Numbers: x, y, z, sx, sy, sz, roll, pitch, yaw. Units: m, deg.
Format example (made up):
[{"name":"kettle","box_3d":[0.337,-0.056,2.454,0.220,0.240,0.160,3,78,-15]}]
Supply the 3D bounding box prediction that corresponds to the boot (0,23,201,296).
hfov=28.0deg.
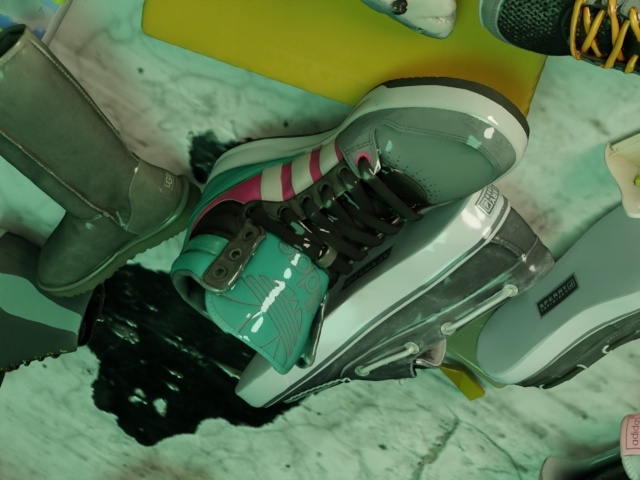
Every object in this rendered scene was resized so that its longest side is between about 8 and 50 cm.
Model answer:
[{"name":"boot","box_3d":[-0.220,-0.055,1.002,0.189,0.076,0.208,-32,133,25]}]

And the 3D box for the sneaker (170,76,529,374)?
[{"name":"sneaker","box_3d":[0.000,0.000,0.878,0.124,0.178,0.295,40,144,-28]}]

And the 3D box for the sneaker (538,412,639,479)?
[{"name":"sneaker","box_3d":[0.301,0.171,0.966,0.131,0.112,0.319,40,130,-14]}]

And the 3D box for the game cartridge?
[{"name":"game cartridge","box_3d":[0.032,-0.229,0.808,0.285,0.053,0.324,20,134,8]}]

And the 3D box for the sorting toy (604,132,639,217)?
[{"name":"sorting toy","box_3d":[0.230,-0.045,0.847,0.083,0.075,0.045,-25,114,37]}]

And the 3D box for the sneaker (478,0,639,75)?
[{"name":"sneaker","box_3d":[0.196,-0.126,0.741,0.215,0.083,0.084,6,135,16]}]

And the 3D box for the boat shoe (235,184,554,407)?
[{"name":"boat shoe","box_3d":[0.052,0.066,1.002,0.102,0.108,0.301,43,124,-11]}]

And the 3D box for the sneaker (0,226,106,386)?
[{"name":"sneaker","box_3d":[-0.275,0.098,1.177,0.118,0.083,0.222,25,131,3]}]

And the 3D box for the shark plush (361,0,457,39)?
[{"name":"shark plush","box_3d":[0.008,-0.169,0.801,0.161,0.073,0.067,13,163,8]}]

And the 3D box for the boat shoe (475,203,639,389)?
[{"name":"boat shoe","box_3d":[0.215,0.044,0.931,0.076,0.080,0.228,24,129,-32]}]

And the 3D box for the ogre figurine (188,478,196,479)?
[{"name":"ogre figurine","box_3d":[-0.149,0.292,1.278,0.197,0.097,0.118,38,152,11]}]

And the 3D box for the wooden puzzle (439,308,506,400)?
[{"name":"wooden puzzle","box_3d":[0.138,0.084,1.035,0.078,0.014,0.116,39,132,-15]}]

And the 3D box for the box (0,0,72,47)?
[{"name":"box","box_3d":[-0.242,-0.191,0.958,0.109,0.042,0.178,36,131,-6]}]
